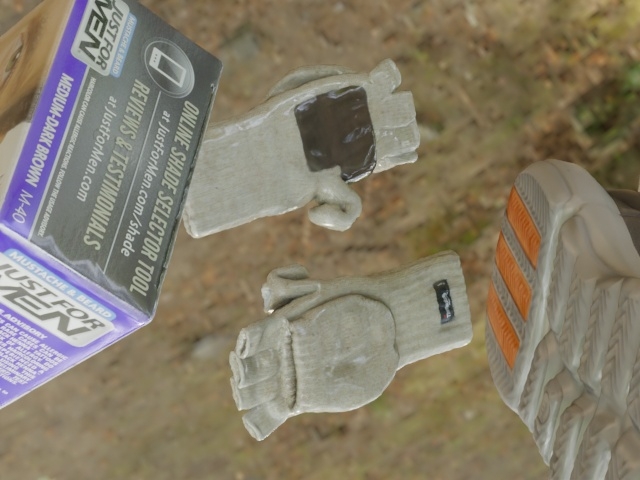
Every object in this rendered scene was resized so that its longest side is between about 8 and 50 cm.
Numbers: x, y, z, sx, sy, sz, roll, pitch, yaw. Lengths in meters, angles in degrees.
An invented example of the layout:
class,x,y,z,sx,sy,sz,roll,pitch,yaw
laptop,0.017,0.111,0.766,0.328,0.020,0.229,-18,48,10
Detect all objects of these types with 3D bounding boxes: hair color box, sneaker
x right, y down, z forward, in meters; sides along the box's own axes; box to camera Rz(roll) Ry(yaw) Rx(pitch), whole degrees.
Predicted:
class,x,y,z,sx,sy,sz,roll,pitch,yaw
hair color box,-0.212,0.008,1.083,0.110,0.185,0.339,36,137,-27
sneaker,0.170,0.063,0.616,0.180,0.321,0.125,7,117,-9

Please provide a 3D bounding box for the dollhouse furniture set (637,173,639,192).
class,x,y,z,sx,sy,sz,roll,pitch,yaw
dollhouse furniture set,0.303,-0.005,1.317,0.173,0.356,0.303,8,-175,9

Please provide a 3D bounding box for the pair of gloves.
class,x,y,z,sx,sy,sz,roll,pitch,yaw
pair of gloves,0.000,0.000,1.320,0.204,0.042,0.240,-27,110,-30
